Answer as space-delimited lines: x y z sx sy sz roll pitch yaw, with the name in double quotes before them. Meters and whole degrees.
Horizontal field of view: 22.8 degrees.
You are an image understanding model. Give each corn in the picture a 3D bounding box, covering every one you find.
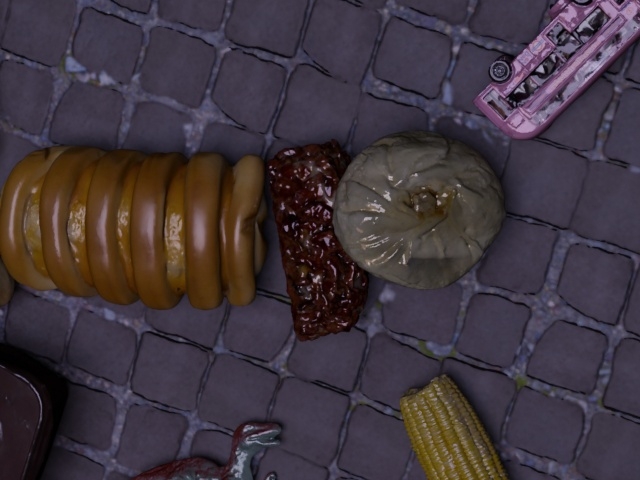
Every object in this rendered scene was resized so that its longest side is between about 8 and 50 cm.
"corn" 0.143 0.227 1.695 0.085 0.063 0.165 -29 89 40

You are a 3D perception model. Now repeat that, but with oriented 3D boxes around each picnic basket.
"picnic basket" -0.406 0.244 1.796 0.222 0.129 0.297 24 102 11

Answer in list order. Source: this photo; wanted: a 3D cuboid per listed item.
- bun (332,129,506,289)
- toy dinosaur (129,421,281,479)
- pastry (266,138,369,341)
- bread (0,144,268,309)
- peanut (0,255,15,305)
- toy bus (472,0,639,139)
"bun" 0.104 -0.032 1.602 0.188 0.111 0.164 8 84 -27
"toy dinosaur" -0.165 0.279 1.781 0.242 0.053 0.167 3 93 14
"pastry" -0.001 0.000 1.673 0.097 0.115 0.208 -8 90 10
"bread" -0.211 -0.013 1.713 0.311 0.121 0.173 3 100 14
"peanut" -0.460 0.039 1.790 0.236 0.120 0.110 2 122 6
"toy bus" 0.247 -0.191 1.606 0.090 0.063 0.203 44 108 1
